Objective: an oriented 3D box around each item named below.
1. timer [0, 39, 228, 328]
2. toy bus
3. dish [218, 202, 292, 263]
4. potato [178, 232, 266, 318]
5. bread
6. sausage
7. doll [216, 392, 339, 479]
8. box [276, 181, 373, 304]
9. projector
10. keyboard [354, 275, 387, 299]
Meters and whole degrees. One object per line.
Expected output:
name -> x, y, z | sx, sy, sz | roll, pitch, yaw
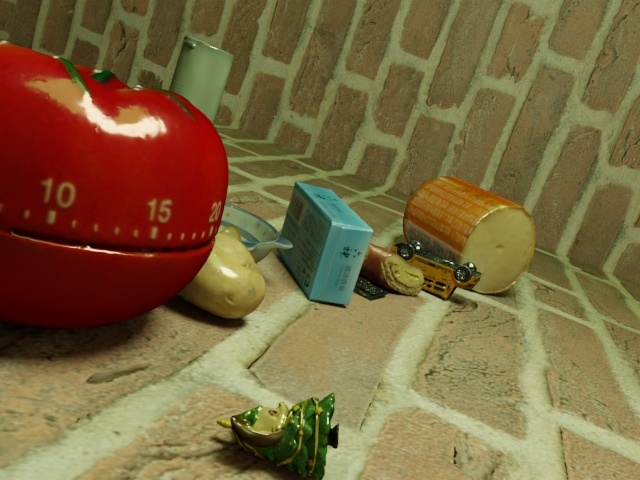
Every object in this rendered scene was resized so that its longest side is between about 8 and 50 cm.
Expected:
timer -> -0.296, -0.064, 0.733 | 0.378, 0.279, 0.378 | 17, 12, -4
toy bus -> 0.244, 0.067, 1.419 | 0.194, 0.088, 0.083 | 22, 13, 20
dish -> -0.182, 0.000, 1.064 | 0.236, 0.086, 0.228 | 26, 15, 24
potato -> -0.142, 0.047, 0.892 | 0.147, 0.112, 0.112 | 32, 15, 10
bread -> 0.111, 0.051, 1.314 | 0.192, 0.067, 0.119 | 23, -7, 15
sausage -> 0.369, -0.019, 1.657 | 0.233, 0.233, 0.287 | 13, 12, -27
doll -> -0.036, 0.188, 0.605 | 0.113, 0.077, 0.078 | -9, -13, -1
box -> 0.000, 0.000, 1.177 | 0.083, 0.142, 0.232 | 10, 18, -24
projector -> -0.275, -0.236, 1.339 | 0.108, 0.337, 0.108 | 19, 11, -4
keyboard -> 0.034, 0.065, 1.276 | 0.196, 0.015, 0.074 | 25, 14, 27
